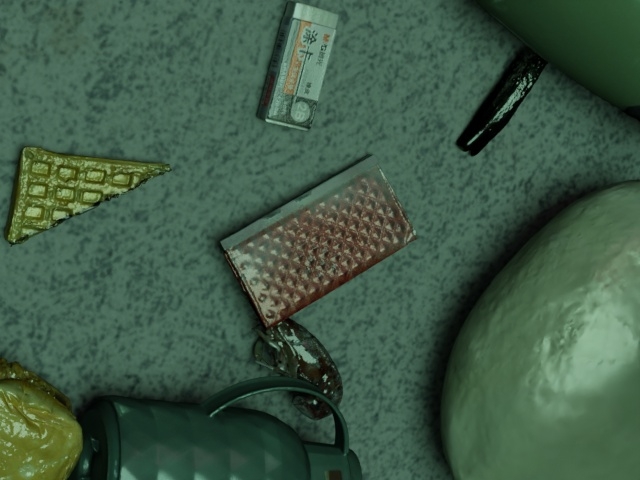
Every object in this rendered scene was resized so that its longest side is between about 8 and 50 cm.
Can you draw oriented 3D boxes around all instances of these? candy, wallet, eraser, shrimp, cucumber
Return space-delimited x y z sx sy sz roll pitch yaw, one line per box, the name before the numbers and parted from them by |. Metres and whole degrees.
candy | 0.322 0.148 1.679 0.427 0.186 0.386 -37 117 -8
wallet | 0.000 0.000 1.561 0.196 0.020 0.103 -31 95 -23
eraser | -0.023 -0.173 1.533 0.052 0.029 0.122 13 96 -26
shrimp | -0.035 0.115 1.574 0.065 0.056 0.165 -40 103 9
cucumber | 0.197 -0.146 1.635 0.033 0.034 0.135 35 86 -31

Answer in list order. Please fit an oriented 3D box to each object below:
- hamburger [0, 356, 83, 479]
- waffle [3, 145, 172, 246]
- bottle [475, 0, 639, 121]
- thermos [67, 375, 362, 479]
hamburger | -0.303 0.191 1.455 0.138 0.083 0.147 36 87 -30
waffle | -0.222 -0.037 1.475 0.153 0.023 0.097 5 100 -26
bottle | 0.323 -0.220 1.599 0.347 0.168 0.168 35 85 -25
thermos | -0.093 0.219 1.521 0.286 0.145 0.182 6 107 -27
